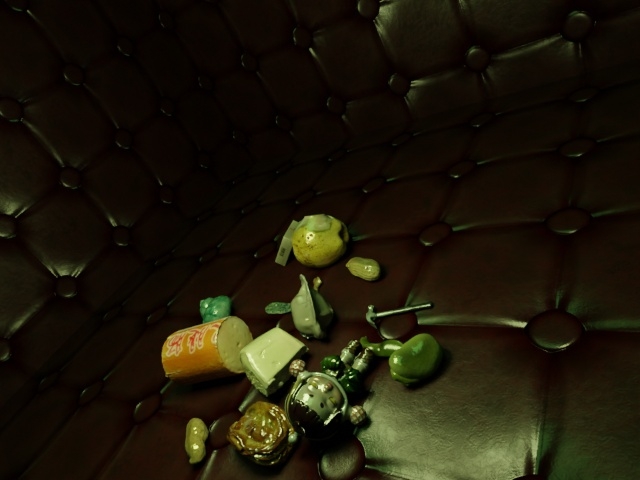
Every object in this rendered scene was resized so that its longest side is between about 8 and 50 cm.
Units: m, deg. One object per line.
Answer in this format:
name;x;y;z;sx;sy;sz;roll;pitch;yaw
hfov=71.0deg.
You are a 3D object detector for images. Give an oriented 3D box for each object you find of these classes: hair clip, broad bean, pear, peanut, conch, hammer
hair clip;-0.152;0.290;1.955;0.229;0.036;0.066;-14;28;39
broad bean;0.288;0.361;1.359;0.175;0.082;0.124;-31;62;-1
pear;0.000;0.000;2.083;0.271;0.271;0.271;-23;30;14
peanut;0.181;0.112;1.870;0.093;0.083;0.194;-41;30;-18
conch;-0.496;0.339;2.098;0.196;0.134;0.202;-42;31;-22
peanut;-0.426;0.689;1.551;0.080;0.080;0.174;-30;32;2
broad bean;0.216;0.358;1.485;0.214;0.048;0.070;3;48;39
hammer;0.281;0.257;1.610;0.247;0.029;0.103;-15;32;24

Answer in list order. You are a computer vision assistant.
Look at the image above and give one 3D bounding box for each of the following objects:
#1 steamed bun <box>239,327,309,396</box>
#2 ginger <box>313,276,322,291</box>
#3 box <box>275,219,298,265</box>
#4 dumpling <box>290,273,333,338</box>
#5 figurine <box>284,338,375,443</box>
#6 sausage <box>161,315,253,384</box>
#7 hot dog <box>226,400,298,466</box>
steamed bun;-0.166;0.439;1.636;0.226;0.170;0.200;-30;56;-33
ginger;-0.011;0.191;1.985;0.048;0.030;0.097;-52;19;21
box;-0.158;0.015;2.247;0.058;0.201;0.141;24;44;2
dumpling;-0.054;0.260;1.740;0.163;0.204;0.293;-37;36;13
figurine;0.030;0.462;1.391;0.281;0.167;0.370;33;51;19
sausage;-0.446;0.441;1.796;0.287;0.233;0.233;-17;32;22
hot dog;-0.199;0.603;1.425;0.259;0.114;0.175;3;42;45
